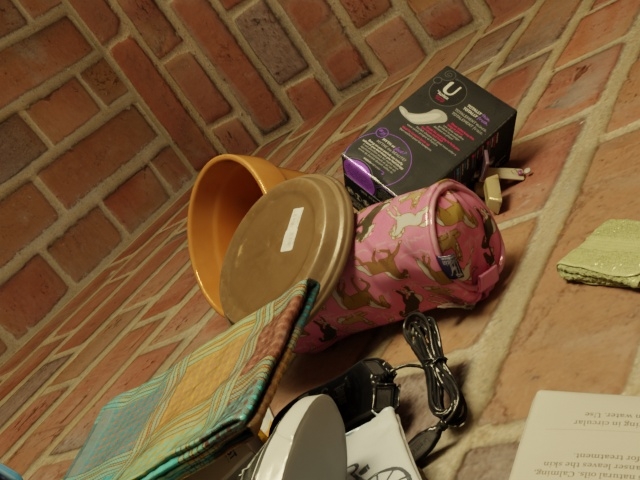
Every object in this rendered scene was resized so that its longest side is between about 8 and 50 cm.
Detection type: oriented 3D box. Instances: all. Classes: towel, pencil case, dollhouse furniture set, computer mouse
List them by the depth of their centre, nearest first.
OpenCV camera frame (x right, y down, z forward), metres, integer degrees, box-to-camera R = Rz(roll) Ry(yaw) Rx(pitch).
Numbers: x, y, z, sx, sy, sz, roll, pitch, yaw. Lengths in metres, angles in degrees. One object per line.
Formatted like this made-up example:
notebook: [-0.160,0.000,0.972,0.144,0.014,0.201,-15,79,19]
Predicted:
towel: [-0.169,0.196,0.961,0.370,0.040,0.271,-35,16,28]
computer mouse: [0.060,0.218,0.998,0.262,0.060,0.184,-38,35,11]
towel: [0.354,0.012,1.008,0.110,0.027,0.148,-39,16,-15]
pencil case: [0.070,0.051,1.242,0.386,0.160,0.167,-23,44,41]
dollhouse furniture set: [0.305,-0.076,1.408,0.081,0.091,0.114,4,47,-2]

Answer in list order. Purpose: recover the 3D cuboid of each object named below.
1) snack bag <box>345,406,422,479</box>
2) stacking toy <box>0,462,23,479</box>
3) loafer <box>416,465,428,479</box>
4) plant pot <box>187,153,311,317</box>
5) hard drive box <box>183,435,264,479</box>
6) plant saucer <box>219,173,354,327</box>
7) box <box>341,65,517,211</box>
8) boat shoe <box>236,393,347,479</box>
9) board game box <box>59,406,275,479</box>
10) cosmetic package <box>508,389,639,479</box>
snack bag: [-0.034,0.313,0.754,0.323,0.037,0.342,-35,16,3]
stacking toy: [-0.658,0.521,1.485,0.175,0.165,0.302,-43,19,38]
loafer: [0.049,0.257,0.886,0.148,0.056,0.050,-27,24,30]
plant pot: [-0.083,-0.012,1.542,0.203,0.291,0.291,-6,-6,-38]
hard drive box: [-0.169,0.303,1.007,0.232,0.089,0.181,-43,31,-7]
plant saucer: [-0.061,0.020,1.257,0.278,0.041,0.278,-31,43,35]
box: [0.187,-0.144,1.483,0.270,0.165,0.143,-40,-27,-17]
boat shoe: [-0.060,0.251,0.717,0.105,0.113,0.306,-10,35,26]
board game box: [-0.245,0.345,1.264,0.390,0.050,0.390,-37,16,-4]
cosmetic package: [0.165,0.247,0.398,0.197,0.155,0.365,0,34,30]
